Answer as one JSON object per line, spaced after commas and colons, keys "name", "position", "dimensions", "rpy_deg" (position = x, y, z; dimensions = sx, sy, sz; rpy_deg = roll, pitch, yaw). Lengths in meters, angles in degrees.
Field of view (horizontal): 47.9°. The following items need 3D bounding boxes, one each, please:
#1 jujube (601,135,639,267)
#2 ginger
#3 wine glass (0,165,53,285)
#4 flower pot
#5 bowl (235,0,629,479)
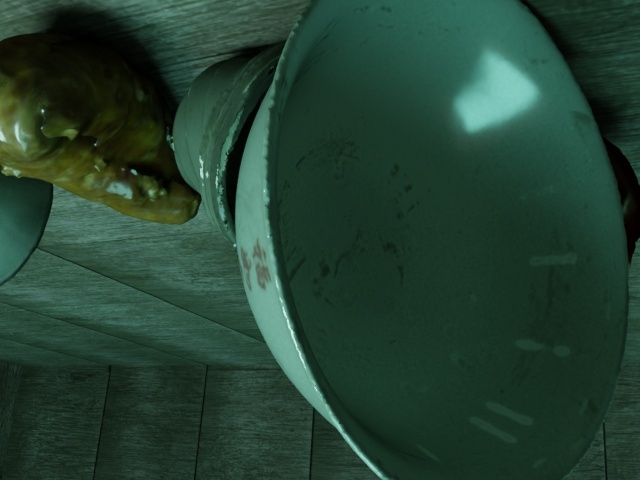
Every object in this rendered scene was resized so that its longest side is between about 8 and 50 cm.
{"name": "jujube", "position": [0.216, 0.000, 0.906], "dimensions": [0.258, 0.258, 0.376], "rpy_deg": [11, 164, -22]}
{"name": "ginger", "position": [-0.242, -0.123, 0.777], "dimensions": [0.165, 0.172, 0.321], "rpy_deg": [-41, 155, 9]}
{"name": "wine glass", "position": [-0.466, -0.118, 0.700], "dimensions": [0.267, 0.267, 0.406], "rpy_deg": [2, 156, 5]}
{"name": "flower pot", "position": [-0.059, -0.100, 0.740], "dimensions": [0.140, 0.235, 0.235], "rpy_deg": [24, 175, 34]}
{"name": "bowl", "position": [0.069, -0.002, 0.623], "dimensions": [0.434, 0.435, 0.196], "rpy_deg": [18, 159, -37]}
